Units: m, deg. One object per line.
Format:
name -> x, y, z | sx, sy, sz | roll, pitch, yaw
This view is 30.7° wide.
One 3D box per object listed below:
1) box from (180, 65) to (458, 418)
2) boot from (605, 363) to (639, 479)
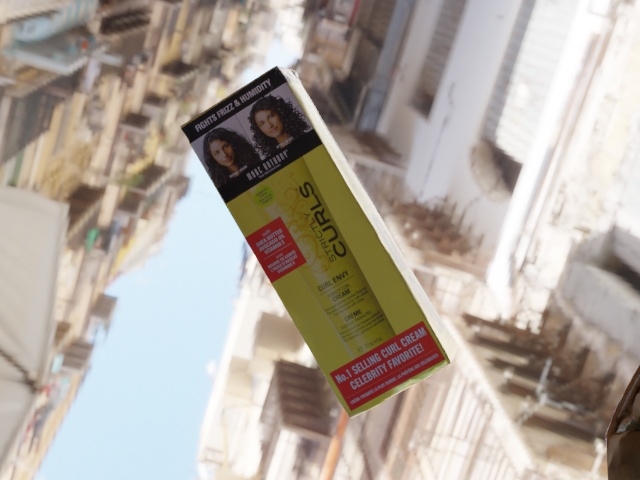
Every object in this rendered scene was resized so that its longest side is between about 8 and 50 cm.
box -> 0.000, 0.000, 0.809 | 0.232, 0.087, 0.058 | 60, -167, 1
boot -> 0.268, 0.167, 0.702 | 0.269, 0.236, 0.089 | 14, -166, -32
